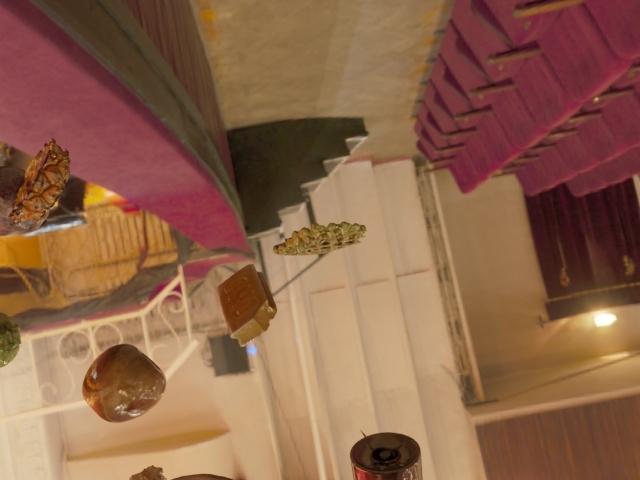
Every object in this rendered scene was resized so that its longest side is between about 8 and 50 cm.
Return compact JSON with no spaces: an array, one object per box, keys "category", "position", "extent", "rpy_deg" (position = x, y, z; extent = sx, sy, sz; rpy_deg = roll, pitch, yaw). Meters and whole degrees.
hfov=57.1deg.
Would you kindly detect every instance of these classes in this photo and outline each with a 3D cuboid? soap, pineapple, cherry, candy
[{"category":"soap","position":[-0.209,0.180,1.682],"extent":[0.140,0.073,0.232],"rpy_deg":[-37,-144,4]},{"category":"pineapple","position":[-0.609,-0.121,1.292],"extent":[0.076,0.224,0.225],"rpy_deg":[29,153,-30]},{"category":"cherry","position":[-0.759,-0.094,1.429],"extent":[0.195,0.194,0.195],"rpy_deg":[-11,176,-1]},{"category":"candy","position":[-0.560,0.050,0.986],"extent":[0.092,0.335,0.093],"rpy_deg":[-3,-178,-36]}]

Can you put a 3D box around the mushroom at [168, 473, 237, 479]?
[{"category":"mushroom","position":[-0.139,0.534,0.895],"extent":[0.313,0.397,0.224],"rpy_deg":[-48,-178,43]}]

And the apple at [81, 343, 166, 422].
[{"category":"apple","position":[-0.654,0.480,1.956],"extent":[0.233,0.257,0.257],"rpy_deg":[-52,-171,-18]}]

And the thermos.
[{"category":"thermos","position":[0.154,0.554,1.247],"extent":[0.146,0.264,0.176],"rpy_deg":[-1,-164,25]}]

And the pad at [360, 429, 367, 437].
[{"category":"pad","position":[0.195,0.669,1.817],"extent":[0.004,0.193,0.116],"rpy_deg":[-41,-158,-2]}]

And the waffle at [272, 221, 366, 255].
[{"category":"waffle","position":[0.000,0.000,2.159],"extent":[0.297,0.073,0.317],"rpy_deg":[-2,165,-43]}]

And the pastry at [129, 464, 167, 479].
[{"category":"pastry","position":[-0.497,0.796,1.750],"extent":[0.122,0.089,0.258],"rpy_deg":[-16,-145,-21]}]
